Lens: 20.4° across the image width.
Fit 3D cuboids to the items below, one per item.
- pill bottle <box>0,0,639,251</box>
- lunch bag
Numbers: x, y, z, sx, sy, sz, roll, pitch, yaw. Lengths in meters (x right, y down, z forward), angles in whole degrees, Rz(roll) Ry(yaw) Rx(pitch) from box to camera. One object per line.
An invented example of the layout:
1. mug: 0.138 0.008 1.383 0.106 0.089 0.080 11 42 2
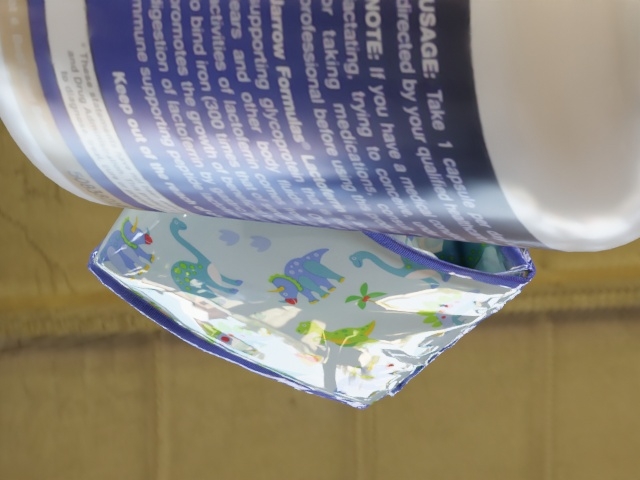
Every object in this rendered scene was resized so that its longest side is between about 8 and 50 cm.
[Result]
1. pill bottle: 0.037 -0.076 0.543 0.153 0.265 0.153 -16 -71 -56
2. lunch bag: 0.000 0.000 0.775 0.151 0.096 0.129 38 -44 -9
